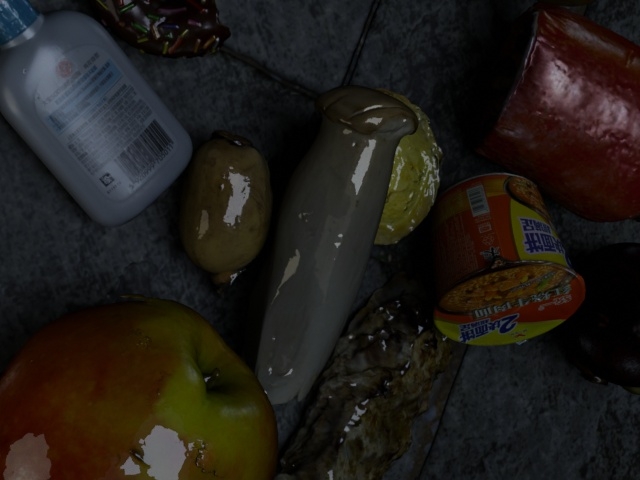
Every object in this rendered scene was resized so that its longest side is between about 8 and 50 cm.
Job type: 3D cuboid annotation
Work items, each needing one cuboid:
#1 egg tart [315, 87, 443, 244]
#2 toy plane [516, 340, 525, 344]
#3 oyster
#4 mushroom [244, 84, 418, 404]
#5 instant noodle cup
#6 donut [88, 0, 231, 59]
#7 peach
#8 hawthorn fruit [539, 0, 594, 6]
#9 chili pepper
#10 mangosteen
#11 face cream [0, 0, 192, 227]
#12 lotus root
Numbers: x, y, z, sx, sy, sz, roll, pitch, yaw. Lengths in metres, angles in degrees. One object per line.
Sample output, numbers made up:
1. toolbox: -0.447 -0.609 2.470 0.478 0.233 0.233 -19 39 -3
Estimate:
1. egg tart: 0.068 -0.101 1.844 0.212 0.090 0.213 -6 101 -30
2. toy plane: 0.249 0.087 1.999 0.171 0.065 0.162 -25 97 -32
3. oyster: 0.078 0.241 1.887 0.204 0.111 0.396 47 68 -31
4. mushroom: 0.000 0.001 1.723 0.137 0.154 0.408 21 101 0
5. instant noodle cup: 0.242 0.019 1.882 0.213 0.213 0.174 16 49 -32
6. donut: -0.178 -0.326 1.605 0.216 0.096 0.230 32 107 -12
7. peach: -0.238 0.250 1.568 0.370 0.370 0.370 -4 98 -31
8. hawthorn fruit: 0.352 -0.475 1.871 0.301 0.267 0.268 -50 122 -49
9. chili pepper: 0.359 -0.186 1.967 0.305 0.229 0.251 25 112 -20
10. mangosteen: 0.464 0.130 2.067 0.228 0.228 0.265 -17 145 -29
11. face cream: -0.298 -0.180 1.610 0.163 0.080 0.337 -47 117 -18
12. lotus root: -0.118 -0.028 1.718 0.125 0.118 0.221 -6 104 -40
